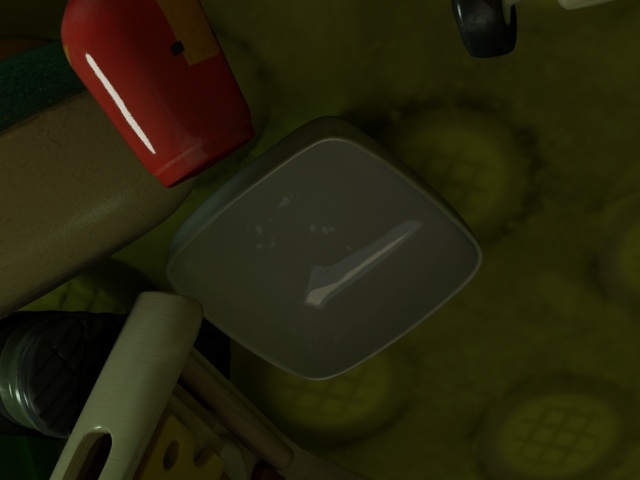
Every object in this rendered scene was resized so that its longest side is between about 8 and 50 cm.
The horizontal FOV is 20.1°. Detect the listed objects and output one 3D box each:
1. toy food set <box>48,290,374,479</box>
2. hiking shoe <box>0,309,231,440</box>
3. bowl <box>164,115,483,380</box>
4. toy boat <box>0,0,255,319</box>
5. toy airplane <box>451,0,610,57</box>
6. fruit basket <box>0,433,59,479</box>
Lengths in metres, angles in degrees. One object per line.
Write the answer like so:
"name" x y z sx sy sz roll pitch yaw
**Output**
"toy food set" -0.059 0.180 0.943 0.092 0.220 0.306 16 162 25
"hiking shoe" -0.130 0.070 0.988 0.114 0.086 0.227 8 172 24
"bowl" 0.000 0.000 0.991 0.142 0.053 0.142 -38 124 20
"toy boat" -0.141 -0.056 0.805 0.148 0.267 0.318 59 144 0
"toy airplane" 0.076 -0.257 0.654 0.386 0.272 0.384 4 162 -28
"fruit basket" -0.292 0.259 1.078 0.392 0.283 0.392 -18 172 -3
